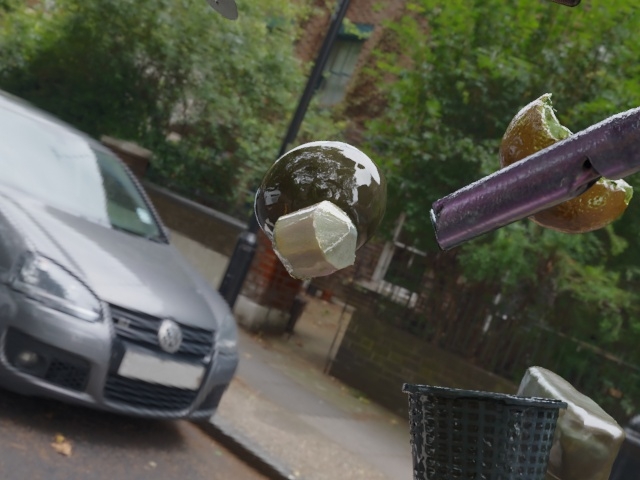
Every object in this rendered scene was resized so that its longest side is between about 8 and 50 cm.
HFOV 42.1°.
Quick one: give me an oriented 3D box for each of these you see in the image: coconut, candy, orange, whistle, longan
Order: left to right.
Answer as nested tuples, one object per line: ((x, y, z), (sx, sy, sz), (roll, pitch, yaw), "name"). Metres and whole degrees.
((-0.001, -0.075, 1.512), (0.248, 0.248, 0.248), (22, 0, 0), "longan")
((0.000, 0.000, 1.265), (0.122, 0.116, 0.116), (-17, -22, 31), "coconut")
((0.124, -0.033, 0.472), (0.033, 0.033, 0.176), (22, -28, -27), "whistle")
((0.386, -0.109, 1.376), (0.237, 0.158, 0.179), (48, 13, -8), "orange")
((0.353, 0.270, 1.215), (0.102, 0.104, 0.234), (17, 10, -4), "candy")

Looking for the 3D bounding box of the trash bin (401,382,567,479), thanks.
((0.169, 0.239, 0.884), (0.176, 0.160, 0.175), (5, -8, 1), "trash bin")

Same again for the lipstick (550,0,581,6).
((0.150, -0.358, 1.019), (0.357, 0.057, 0.057), (20, 0, 15), "lipstick")

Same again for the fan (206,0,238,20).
((-0.227, -0.568, 1.746), (0.190, 0.009, 0.329), (49, -13, -2), "fan")
